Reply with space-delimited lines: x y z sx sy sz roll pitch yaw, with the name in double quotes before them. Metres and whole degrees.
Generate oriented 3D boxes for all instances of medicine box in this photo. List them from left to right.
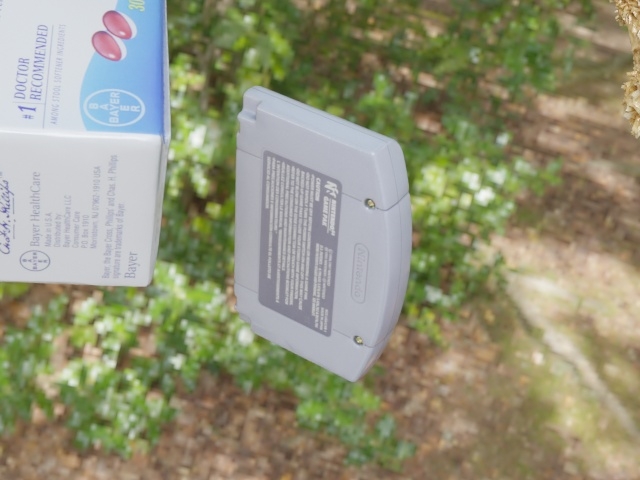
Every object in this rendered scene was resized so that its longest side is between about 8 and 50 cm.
"medicine box" -0.266 -0.109 1.068 0.289 0.149 0.263 3 42 -10

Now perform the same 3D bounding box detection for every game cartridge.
"game cartridge" 0.000 0.000 1.453 0.198 0.297 0.062 22 40 23

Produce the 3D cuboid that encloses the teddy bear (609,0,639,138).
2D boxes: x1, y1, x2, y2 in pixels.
"teddy bear" 0.275 -0.236 1.011 0.245 0.338 0.113 -28 17 -1
